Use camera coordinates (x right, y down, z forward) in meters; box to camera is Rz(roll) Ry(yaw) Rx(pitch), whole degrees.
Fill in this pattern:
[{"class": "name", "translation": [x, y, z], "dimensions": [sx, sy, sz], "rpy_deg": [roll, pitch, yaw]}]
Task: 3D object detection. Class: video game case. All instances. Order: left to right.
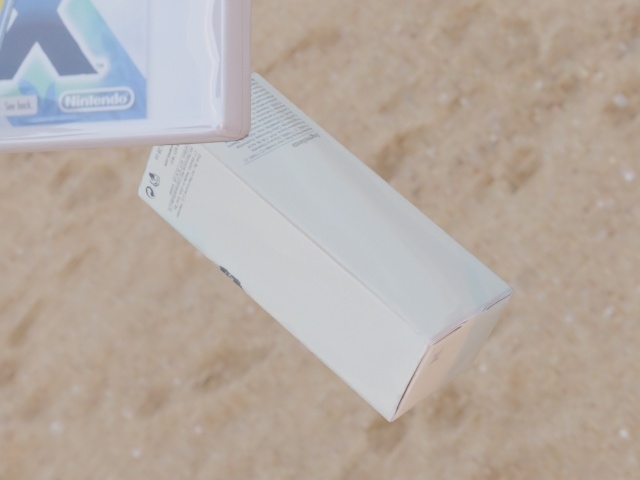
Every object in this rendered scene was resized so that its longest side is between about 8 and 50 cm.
[{"class": "video game case", "translation": [-0.188, -0.195, 1.009], "dimensions": [0.329, 0.036, 0.300], "rpy_deg": [-2, 85, 25]}]

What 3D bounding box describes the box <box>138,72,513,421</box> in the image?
[{"class": "box", "translation": [0.000, 0.000, 1.409], "dimensions": [0.113, 0.275, 0.094], "rpy_deg": [-28, -28, -43]}]
